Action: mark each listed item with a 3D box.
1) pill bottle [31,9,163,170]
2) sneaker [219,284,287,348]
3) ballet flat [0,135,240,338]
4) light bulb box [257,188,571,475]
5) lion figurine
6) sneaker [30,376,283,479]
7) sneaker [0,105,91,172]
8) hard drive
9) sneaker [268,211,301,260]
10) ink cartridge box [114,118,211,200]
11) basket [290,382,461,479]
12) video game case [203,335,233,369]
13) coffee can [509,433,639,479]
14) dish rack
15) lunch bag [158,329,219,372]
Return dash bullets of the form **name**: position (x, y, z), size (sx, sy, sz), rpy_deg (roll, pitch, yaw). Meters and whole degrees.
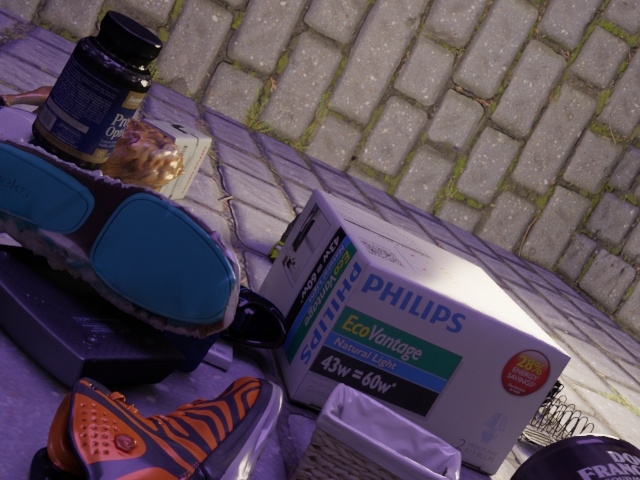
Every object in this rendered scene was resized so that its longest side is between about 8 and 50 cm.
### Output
- **pill bottle**: position (-0.330, -0.226, 1.283), size (0.122, 0.219, 0.123), rpy_deg (32, 17, -11)
- **sneaker**: position (-0.146, 0.082, 1.184), size (0.232, 0.081, 0.090), rpy_deg (25, 4, -19)
- **ballet flat**: position (-0.256, -0.006, 1.042), size (0.408, 0.147, 0.147), rpy_deg (29, 12, 16)
- **light bulb box**: position (0.123, 0.130, 1.332), size (0.357, 0.225, 0.361), rpy_deg (25, 13, -19)
- **lion figurine**: position (-0.449, -0.208, 1.575), size (0.392, 0.142, 0.240), rpy_deg (39, 38, 18)
- **sneaker**: position (-0.145, 0.175, 0.789), size (0.180, 0.125, 0.321), rpy_deg (29, 12, 0)
- **sneaker**: position (-0.468, -0.115, 1.282), size (0.315, 0.128, 0.182), rpy_deg (35, 11, 23)
- **hard drive**: position (-0.295, 0.086, 0.998), size (0.254, 0.054, 0.172), rpy_deg (34, 13, 32)
- **sneaker**: position (0.000, 0.000, 1.851), size (0.111, 0.121, 0.300), rpy_deg (32, 12, 15)
- **ink cartridge box**: position (-0.321, -0.162, 1.747), size (0.086, 0.153, 0.208), rpy_deg (31, 11, 8)
- **basket**: position (0.061, 0.256, 0.963), size (0.167, 0.103, 0.113), rpy_deg (28, 12, 6)
- **video game case**: position (-0.194, 0.116, 1.186), size (0.157, 0.019, 0.143), rpy_deg (25, 12, -11)
- **coffee can**: position (0.322, 0.357, 0.879), size (0.201, 0.202, 0.275), rpy_deg (25, 13, -15)
- **dish rack**: position (0.400, 0.309, 1.566), size (0.208, 0.074, 0.271), rpy_deg (22, 13, -21)
- **lunch bag**: position (-0.172, 0.113, 1.070), size (0.067, 0.098, 0.065), rpy_deg (24, 30, -26)
